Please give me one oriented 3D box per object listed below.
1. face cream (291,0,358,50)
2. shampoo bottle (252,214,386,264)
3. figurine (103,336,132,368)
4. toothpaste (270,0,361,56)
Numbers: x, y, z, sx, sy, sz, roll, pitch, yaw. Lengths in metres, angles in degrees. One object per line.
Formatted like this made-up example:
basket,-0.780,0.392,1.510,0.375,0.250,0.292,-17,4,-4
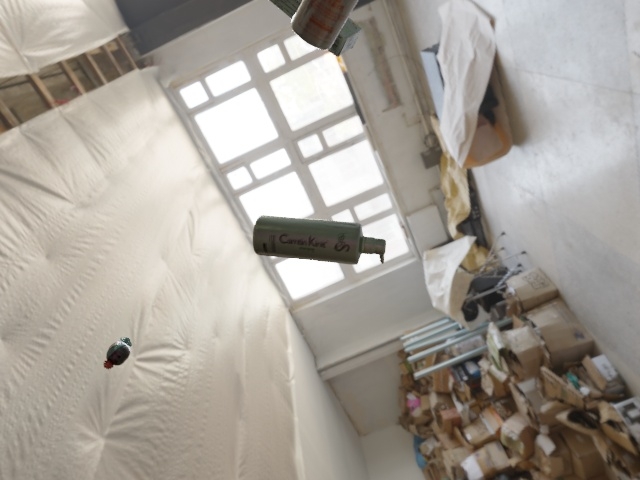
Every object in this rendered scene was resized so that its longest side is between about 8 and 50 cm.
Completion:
face cream,0.040,-0.510,0.885,0.101,0.252,0.101,22,-137,-21
shampoo bottle,0.000,0.000,0.905,0.085,0.262,0.085,5,-90,-82
figurine,-0.453,0.250,1.013,0.047,0.060,0.106,48,170,-12
toothpaste,-0.051,-0.613,1.161,0.336,0.081,0.067,41,143,3
